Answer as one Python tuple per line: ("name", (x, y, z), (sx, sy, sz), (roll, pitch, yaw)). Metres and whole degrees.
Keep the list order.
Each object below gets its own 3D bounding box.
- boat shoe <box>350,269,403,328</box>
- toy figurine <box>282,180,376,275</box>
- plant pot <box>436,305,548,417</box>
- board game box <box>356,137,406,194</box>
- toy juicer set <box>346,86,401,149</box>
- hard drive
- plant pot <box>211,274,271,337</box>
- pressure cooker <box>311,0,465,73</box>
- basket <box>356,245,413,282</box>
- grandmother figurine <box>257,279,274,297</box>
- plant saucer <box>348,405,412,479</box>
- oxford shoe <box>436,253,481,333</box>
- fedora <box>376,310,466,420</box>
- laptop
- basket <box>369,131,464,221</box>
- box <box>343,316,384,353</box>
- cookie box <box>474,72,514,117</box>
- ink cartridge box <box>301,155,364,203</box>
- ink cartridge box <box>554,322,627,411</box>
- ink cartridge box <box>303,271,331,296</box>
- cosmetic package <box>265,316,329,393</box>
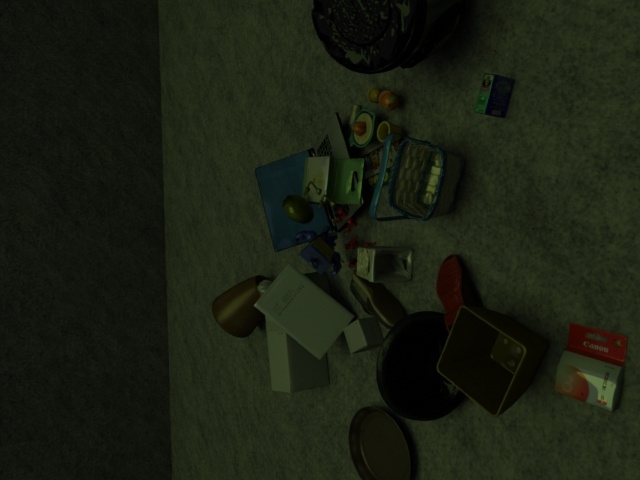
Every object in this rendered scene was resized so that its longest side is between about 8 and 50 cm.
("boat shoe", (0.190, 0.216, 1.874), (0.285, 0.103, 0.092), (52, 134, 43))
("toy figurine", (0.000, 0.000, 1.872), (0.362, 0.217, 0.191), (45, 130, -13))
("plant pot", (0.476, 0.306, 1.428), (0.212, 0.187, 0.212), (37, 119, 46))
("board game box", (0.204, -0.255, 1.897), (0.260, 0.030, 0.136), (-22, 76, 51))
("toy juicer set", (0.155, -0.430, 1.886), (0.329, 0.090, 0.209), (1, 90, 59))
("hard drive", (-0.061, 0.265, 2.019), (0.319, 0.040, 0.210), (39, 84, 5))
("plant pot", (-0.333, 0.278, 2.473), (0.254, 0.237, 0.237), (-45, 55, 25))
("pressure cooker", (0.223, -0.713, 1.571), (0.370, 0.420, 0.375), (14, 125, 31))
("basket", (0.212, 0.076, 1.788), (0.103, 0.167, 0.113), (11, 99, 58))
("grandmother figurine", (-0.200, 0.337, 2.307), (0.208, 0.104, 0.342), (178, 78, -88))
("plant saucer", (0.216, 0.739, 1.888), (0.311, 0.050, 0.310), (1, 91, 53))
("oxford shoe", (0.415, 0.169, 1.589), (0.097, 0.098, 0.271), (-39, 42, 46))
("fedora", (0.309, 0.370, 1.640), (0.152, 0.334, 0.333), (-134, 46, -84))
("laptop", (-0.055, -0.215, 2.052), (0.408, 0.237, 0.381), (132, 126, -60))
("basket", (0.275, -0.176, 1.591), (0.201, 0.289, 0.254), (26, 108, 44))
("box", (0.154, 0.341, 1.927), (0.102, 0.087, 0.101), (-41, 59, 45))
("cookie box", (0.481, -0.399, 1.481), (0.040, 0.092, 0.107), (29, 113, 51))
("ink cartridge box", (0.040, -0.216, 1.927), (0.235, 0.056, 0.171), (5, 89, 42))
("ink cartridge box", (0.659, 0.307, 1.308), (0.145, 0.045, 0.179), (12, 103, 51))
("ink cartridge box", (-0.038, 0.237, 2.097), (0.056, 0.181, 0.224), (-55, 49, 51))
("cosmetic package", (-0.098, 0.414, 2.170), (0.155, 0.197, 0.365), (-12, 80, 52))
